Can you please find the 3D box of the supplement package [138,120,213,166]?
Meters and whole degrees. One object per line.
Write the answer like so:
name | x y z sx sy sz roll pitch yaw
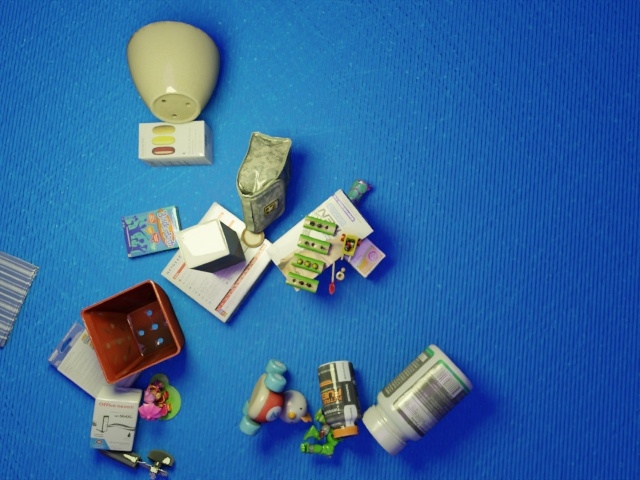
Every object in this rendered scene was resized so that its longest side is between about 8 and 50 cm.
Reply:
supplement package | -0.539 -0.359 1.920 0.243 0.134 0.139 -2 84 2

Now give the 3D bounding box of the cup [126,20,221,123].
cup | -0.515 -0.558 1.812 0.330 0.331 0.237 -8 66 2

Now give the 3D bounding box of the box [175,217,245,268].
box | -0.356 0.024 1.703 0.147 0.311 0.121 -20 84 0

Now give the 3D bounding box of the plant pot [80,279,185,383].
plant pot | -0.627 0.311 1.810 0.267 0.236 0.268 -24 85 0

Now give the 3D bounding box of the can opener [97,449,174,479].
can opener | -0.670 0.786 1.859 0.280 0.074 0.093 19 51 3

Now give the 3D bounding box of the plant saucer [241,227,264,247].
plant saucer | -0.245 -0.015 1.851 0.083 0.015 0.084 0 82 2

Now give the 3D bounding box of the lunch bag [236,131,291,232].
lunch bag | -0.199 -0.191 1.792 0.168 0.235 0.287 12 60 4

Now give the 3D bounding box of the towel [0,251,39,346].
towel | -1.242 0.214 1.951 0.243 0.040 0.336 20 84 6

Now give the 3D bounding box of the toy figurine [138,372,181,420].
toy figurine | -0.588 0.570 1.821 0.129 0.159 0.173 -14 83 1

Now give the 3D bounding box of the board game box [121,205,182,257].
board game box | -0.632 -0.031 1.936 0.210 0.047 0.160 -13 84 0

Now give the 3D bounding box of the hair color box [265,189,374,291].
hair color box | 0.000 0.000 1.776 0.338 0.110 0.185 -39 86 8

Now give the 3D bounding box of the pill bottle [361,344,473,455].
pill bottle | 0.327 0.549 1.761 0.361 0.204 0.204 -42 84 -1

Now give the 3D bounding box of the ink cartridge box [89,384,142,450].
ink cartridge box | -0.724 0.630 1.814 0.148 0.086 0.203 9 104 -13

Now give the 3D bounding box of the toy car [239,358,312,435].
toy car | -0.126 0.580 1.791 0.237 0.210 0.219 28 97 -8

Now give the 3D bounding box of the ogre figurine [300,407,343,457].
ogre figurine | 0.020 0.678 1.812 0.118 0.097 0.197 34 43 0

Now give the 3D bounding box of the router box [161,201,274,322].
router box | -0.364 0.079 1.897 0.301 0.082 0.336 37 87 5

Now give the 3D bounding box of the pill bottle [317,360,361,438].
pill bottle | 0.070 0.553 1.774 0.130 0.130 0.246 -11 64 1

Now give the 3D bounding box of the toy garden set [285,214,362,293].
toy garden set | 0.011 0.061 1.698 0.203 0.049 0.245 17 95 5

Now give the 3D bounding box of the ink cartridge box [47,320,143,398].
ink cartridge box | -0.826 0.458 1.891 0.311 0.065 0.186 35 88 3

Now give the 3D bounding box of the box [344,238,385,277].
box | 0.127 0.030 1.869 0.203 0.103 0.114 44 89 6

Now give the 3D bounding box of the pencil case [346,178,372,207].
pencil case | 0.126 -0.153 1.907 0.070 0.064 0.152 27 87 21
